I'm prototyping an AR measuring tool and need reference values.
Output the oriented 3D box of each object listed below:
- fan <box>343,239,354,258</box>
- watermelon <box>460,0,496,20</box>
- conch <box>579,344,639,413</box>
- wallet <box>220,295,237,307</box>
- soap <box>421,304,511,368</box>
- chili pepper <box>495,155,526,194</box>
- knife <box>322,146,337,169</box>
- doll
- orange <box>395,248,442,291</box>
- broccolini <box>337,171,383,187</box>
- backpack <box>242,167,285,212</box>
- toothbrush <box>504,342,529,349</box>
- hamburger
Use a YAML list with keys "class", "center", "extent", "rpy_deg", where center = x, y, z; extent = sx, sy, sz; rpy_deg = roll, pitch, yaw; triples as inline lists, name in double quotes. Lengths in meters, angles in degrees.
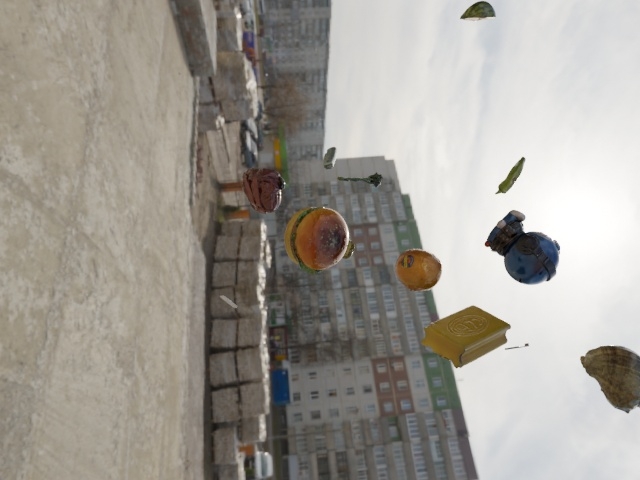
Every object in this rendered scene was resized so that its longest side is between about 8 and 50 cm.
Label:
- class: "fan"
  center: [0.094, 0.027, 1.965]
  extent: [0.082, 0.039, 0.155]
  rpy_deg: [-65, -153, 4]
- class: "watermelon"
  center: [0.655, -0.933, 1.897]
  extent: [0.087, 0.163, 0.069]
  rpy_deg: [22, -59, 55]
- class: "conch"
  center: [1.142, 0.528, 1.763]
  extent: [0.210, 0.291, 0.159]
  rpy_deg: [-58, 174, 18]
- class: "wallet"
  center: [-0.401, 0.266, 2.043]
  extent: [0.011, 0.083, 0.044]
  rpy_deg: [-56, -162, -24]
- class: "soap"
  center: [0.570, 0.368, 1.839]
  extent: [0.204, 0.324, 0.096]
  rpy_deg: [28, -58, 45]
- class: "chili pepper"
  center: [0.665, -0.230, 1.599]
  extent: [0.043, 0.208, 0.049]
  rpy_deg: [30, -25, 29]
- class: "knife"
  center: [0.029, -0.267, 1.512]
  extent: [0.162, 0.044, 0.023]
  rpy_deg: [-76, 151, -60]
- class: "doll"
  center: [0.875, 0.048, 2.008]
  extent: [0.310, 0.240, 0.284]
  rpy_deg: [45, -2, 31]
- class: "orange"
  center: [0.373, 0.112, 1.786]
  extent: [0.178, 0.177, 0.155]
  rpy_deg: [96, 1, -65]
- class: "broccolini"
  center: [0.196, -0.285, 2.209]
  extent: [0.057, 0.254, 0.072]
  rpy_deg: [-3, -88, 55]
- class: "backpack"
  center: [-0.268, -0.224, 2.149]
  extent: [0.139, 0.229, 0.229]
  rpy_deg: [-36, 134, -44]
- class: "toothbrush"
  center: [0.846, 0.458, 2.018]
  extent: [0.167, 0.011, 0.014]
  rpy_deg: [125, -26, -67]
- class: "hamburger"
  center: [0.001, -0.002, 1.658]
  extent: [0.170, 0.246, 0.246]
  rpy_deg: [9, -75, 52]
